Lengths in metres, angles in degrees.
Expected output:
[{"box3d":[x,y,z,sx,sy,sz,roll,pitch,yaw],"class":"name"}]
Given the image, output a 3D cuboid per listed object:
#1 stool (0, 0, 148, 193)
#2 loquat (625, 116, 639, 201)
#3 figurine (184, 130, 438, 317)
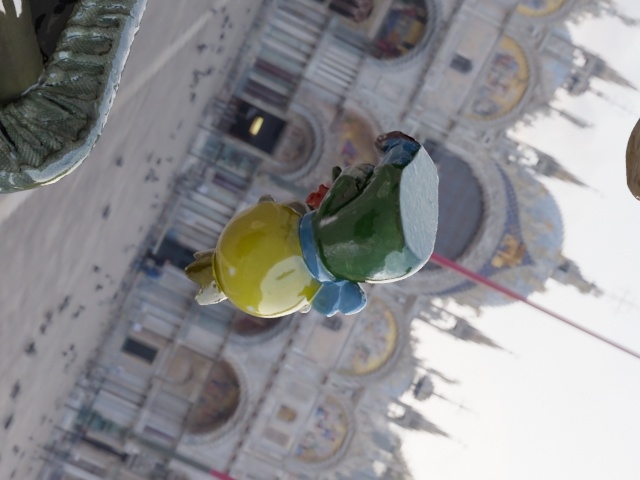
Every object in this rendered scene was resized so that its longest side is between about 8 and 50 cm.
[{"box3d":[-0.281,-0.217,0.663,0.226,0.310,0.310,85,12,-63],"class":"stool"},{"box3d":[0.598,-0.134,1.696,0.187,0.176,0.234,16,83,-80],"class":"loquat"},{"box3d":[-0.007,-0.012,0.991,0.234,0.127,0.185,-19,-141,30],"class":"figurine"}]
